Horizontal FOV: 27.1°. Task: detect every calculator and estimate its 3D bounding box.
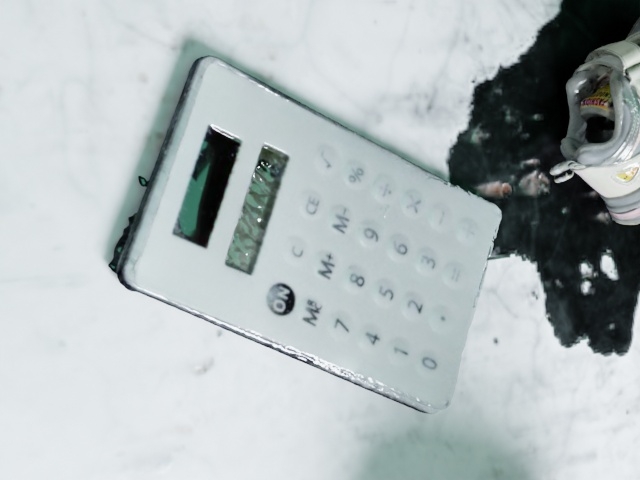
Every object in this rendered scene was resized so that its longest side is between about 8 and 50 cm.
[{"bbox_3d":[0.000,0.000,0.867,0.261,0.021,0.161,25,75,-29],"label":"calculator"}]

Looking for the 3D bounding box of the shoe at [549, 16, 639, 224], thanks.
[{"bbox_3d":[0.224,-0.107,0.974,0.092,0.089,0.180,20,86,-27],"label":"shoe"}]
